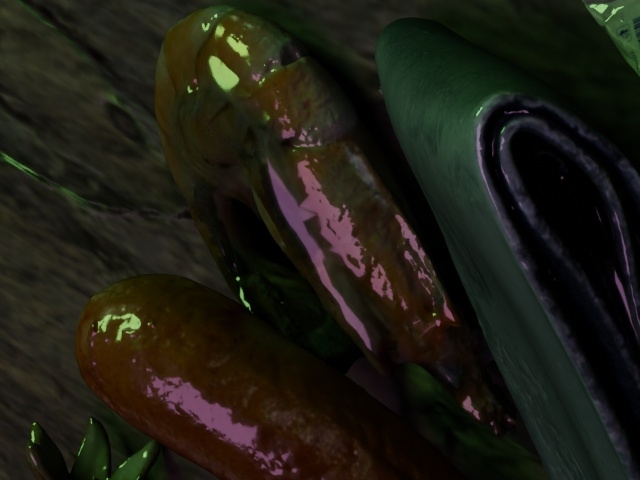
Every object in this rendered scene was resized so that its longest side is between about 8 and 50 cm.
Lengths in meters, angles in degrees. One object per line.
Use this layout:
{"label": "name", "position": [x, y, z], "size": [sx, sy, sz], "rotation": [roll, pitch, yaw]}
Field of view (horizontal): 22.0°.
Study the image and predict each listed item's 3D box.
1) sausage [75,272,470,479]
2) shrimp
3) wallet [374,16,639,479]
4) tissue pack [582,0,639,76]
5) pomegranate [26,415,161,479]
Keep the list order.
{"label": "sausage", "position": [0.013, 0.119, 0.778], "size": [0.302, 0.076, 0.103], "rotation": [41, 150, -6]}
{"label": "shrimp", "position": [-0.010, 0.005, 0.804], "size": [0.145, 0.059, 0.254], "rotation": [-33, 88, 49]}
{"label": "wallet", "position": [0.104, 0.053, 0.639], "size": [0.290, 0.054, 0.251], "rotation": [64, 179, -15]}
{"label": "tissue pack", "position": [0.185, -0.041, 0.627], "size": [0.122, 0.026, 0.193], "rotation": [-26, 94, 46]}
{"label": "pomegranate", "position": [-0.142, 0.207, 0.980], "size": [0.131, 0.152, 0.191], "rotation": [20, 104, 40]}
